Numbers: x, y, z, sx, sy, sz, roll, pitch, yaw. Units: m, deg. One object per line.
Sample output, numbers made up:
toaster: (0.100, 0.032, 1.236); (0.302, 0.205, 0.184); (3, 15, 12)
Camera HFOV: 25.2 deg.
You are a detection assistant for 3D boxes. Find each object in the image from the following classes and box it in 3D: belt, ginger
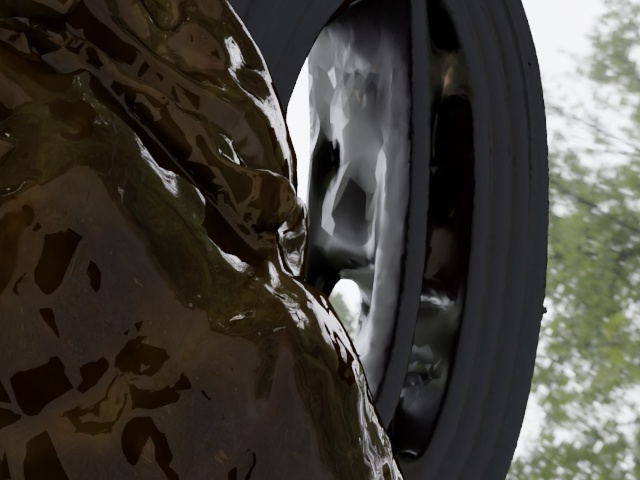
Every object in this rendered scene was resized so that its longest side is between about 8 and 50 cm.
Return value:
belt: (0.000, 0.000, 0.709); (0.212, 0.117, 0.347); (13, -102, -28)
ginger: (-0.116, 0.046, 0.346); (0.357, 0.152, 0.274); (-12, -74, -41)
